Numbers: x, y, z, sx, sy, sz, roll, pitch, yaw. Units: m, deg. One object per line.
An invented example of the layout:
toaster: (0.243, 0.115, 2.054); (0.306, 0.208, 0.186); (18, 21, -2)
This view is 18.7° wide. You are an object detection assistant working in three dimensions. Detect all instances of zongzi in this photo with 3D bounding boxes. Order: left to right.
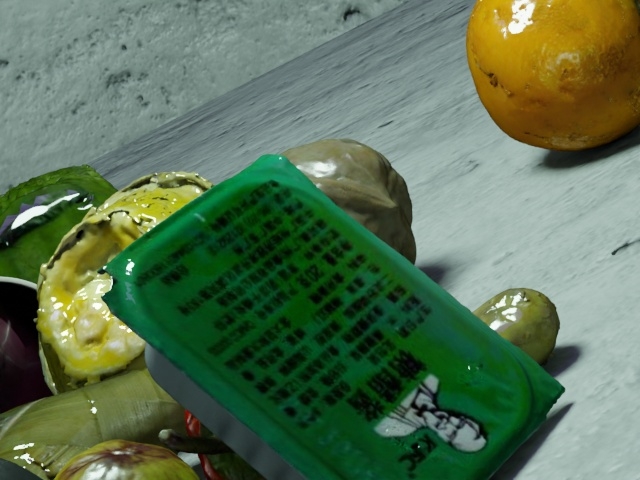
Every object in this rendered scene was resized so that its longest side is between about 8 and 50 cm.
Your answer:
zongzi: (-0.198, 0.205, 1.776); (0.300, 0.145, 0.274); (-28, 16, 7)

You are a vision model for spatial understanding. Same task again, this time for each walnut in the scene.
walnut: (0.000, 0.000, 2.067); (0.224, 0.224, 0.224); (-25, 14, 7)

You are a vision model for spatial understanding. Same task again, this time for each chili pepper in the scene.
chili pepper: (-0.051, 0.162, 1.707); (0.134, 0.131, 0.338); (18, 25, 5)

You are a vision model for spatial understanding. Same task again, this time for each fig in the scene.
fig: (-0.166, 0.233, 1.653); (0.136, 0.121, 0.153); (11, 40, 27)

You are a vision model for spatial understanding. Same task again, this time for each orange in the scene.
orange: (0.284, -0.221, 2.244); (0.240, 0.240, 0.240); (-25, 14, 7)

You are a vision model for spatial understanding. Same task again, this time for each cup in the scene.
cup: (-0.391, 0.124, 2.297); (0.288, 0.208, 0.273); (-33, 14, -20)

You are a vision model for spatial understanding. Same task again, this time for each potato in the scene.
potato: (0.147, 0.093, 1.716); (0.138, 0.070, 0.091); (-25, 19, 15)

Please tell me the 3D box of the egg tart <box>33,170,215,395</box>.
egg tart: (-0.196, 0.067, 2.003); (0.315, 0.315, 0.120); (-19, -25, 29)

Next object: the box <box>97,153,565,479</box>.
box: (-0.006, 0.106, 1.576); (0.264, 0.337, 0.106); (-38, -16, -45)

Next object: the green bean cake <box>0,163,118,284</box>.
green bean cake: (-0.410, 0.024, 2.669); (0.319, 0.218, 0.335); (-31, 16, -15)

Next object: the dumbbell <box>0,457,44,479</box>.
dumbbell: (-0.314, 0.321, 1.467); (0.204, 0.204, 0.322); (-20, 16, 25)
